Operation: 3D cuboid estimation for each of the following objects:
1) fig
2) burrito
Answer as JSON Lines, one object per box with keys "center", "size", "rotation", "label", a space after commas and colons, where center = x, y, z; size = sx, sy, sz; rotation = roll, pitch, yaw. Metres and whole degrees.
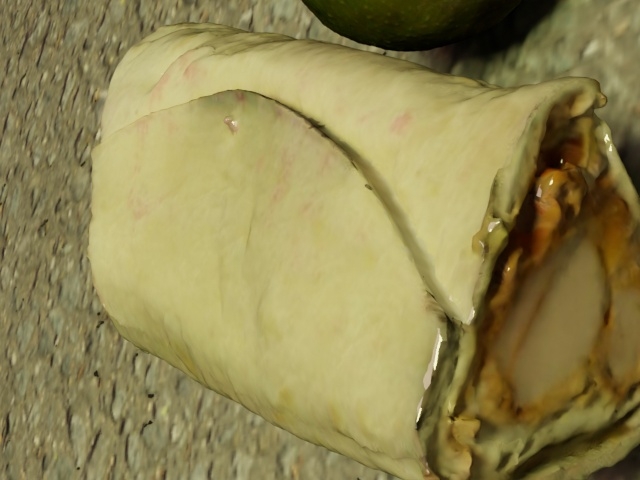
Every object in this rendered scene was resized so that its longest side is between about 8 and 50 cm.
{"center": [0.025, -0.136, 0.535], "size": [0.117, 0.117, 0.177], "rotation": [-70, 22, 9], "label": "fig"}
{"center": [0.000, -0.004, 0.505], "size": [0.299, 0.105, 0.143], "rotation": [20, 98, 58], "label": "burrito"}
